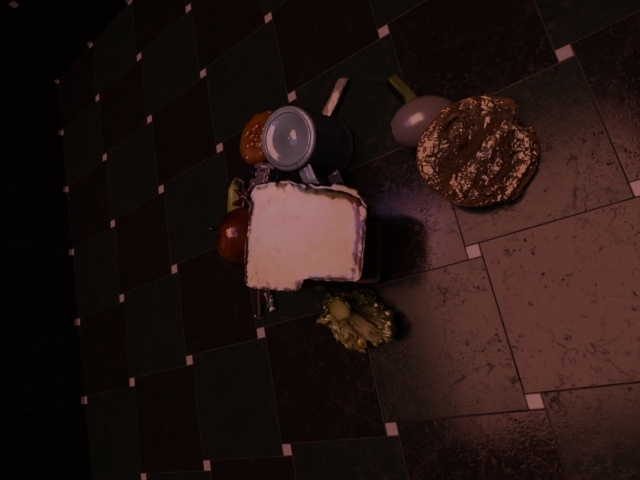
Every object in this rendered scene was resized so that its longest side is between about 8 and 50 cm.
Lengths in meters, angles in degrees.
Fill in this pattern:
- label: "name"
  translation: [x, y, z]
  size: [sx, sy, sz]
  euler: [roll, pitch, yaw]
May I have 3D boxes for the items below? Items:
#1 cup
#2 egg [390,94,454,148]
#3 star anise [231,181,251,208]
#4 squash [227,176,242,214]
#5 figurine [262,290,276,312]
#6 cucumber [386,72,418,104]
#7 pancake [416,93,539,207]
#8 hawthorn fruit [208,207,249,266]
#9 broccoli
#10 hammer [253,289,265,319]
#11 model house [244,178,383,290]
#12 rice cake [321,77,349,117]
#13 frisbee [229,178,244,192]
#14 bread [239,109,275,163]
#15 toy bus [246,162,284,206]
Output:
- label: "cup"
  translation: [-0.053, -0.354, 1.656]
  size: [0.257, 0.311, 0.331]
  euler: [6, 97, 29]
- label: "egg"
  translation: [0.373, -0.429, 1.490]
  size: [0.232, 0.176, 0.176]
  euler: [-22, 72, 28]
- label: "star anise"
  translation: [-0.347, -0.208, 1.956]
  size: [0.168, 0.057, 0.167]
  euler: [1, 69, -3]
- label: "squash"
  translation: [-0.409, -0.201, 2.014]
  size: [0.094, 0.094, 0.224]
  euler: [-13, 76, 31]
- label: "figurine"
  translation: [-0.231, 0.270, 1.862]
  size: [0.060, 0.047, 0.105]
  euler: [126, 126, -65]
- label: "cucumber"
  translation: [0.320, -0.576, 1.617]
  size: [0.220, 0.070, 0.046]
  euler: [56, 142, 28]
- label: "pancake"
  translation: [0.522, -0.288, 1.363]
  size: [0.383, 0.071, 0.382]
  euler: [1, 97, 12]
- label: "hawthorn fruit"
  translation: [-0.343, -0.013, 1.820]
  size: [0.268, 0.301, 0.267]
  euler: [-24, 61, 53]
- label: "broccoli"
  translation: [0.118, 0.286, 1.508]
  size: [0.288, 0.246, 0.247]
  euler: [-20, 66, 30]
- label: "hammer"
  translation: [-0.275, 0.278, 1.866]
  size: [0.062, 0.017, 0.182]
  euler: [16, 113, 32]
- label: "model house"
  translation: [0.000, 0.000, 1.560]
  size: [0.446, 0.400, 0.394]
  euler: [-1, 81, 19]
- label: "rice cake"
  translation: [0.049, -0.587, 1.802]
  size: [0.055, 0.049, 0.269]
  euler: [27, 99, 14]
- label: "frisbee"
  translation: [-0.418, -0.255, 2.076]
  size: [0.110, 0.014, 0.110]
  euler: [-6, 80, 33]
- label: "bread"
  translation: [-0.265, -0.473, 1.934]
  size: [0.269, 0.146, 0.268]
  euler: [-9, 74, 33]
- label: "toy bus"
  translation: [-0.242, -0.238, 1.885]
  size: [0.126, 0.136, 0.209]
  euler: [11, 89, 32]
